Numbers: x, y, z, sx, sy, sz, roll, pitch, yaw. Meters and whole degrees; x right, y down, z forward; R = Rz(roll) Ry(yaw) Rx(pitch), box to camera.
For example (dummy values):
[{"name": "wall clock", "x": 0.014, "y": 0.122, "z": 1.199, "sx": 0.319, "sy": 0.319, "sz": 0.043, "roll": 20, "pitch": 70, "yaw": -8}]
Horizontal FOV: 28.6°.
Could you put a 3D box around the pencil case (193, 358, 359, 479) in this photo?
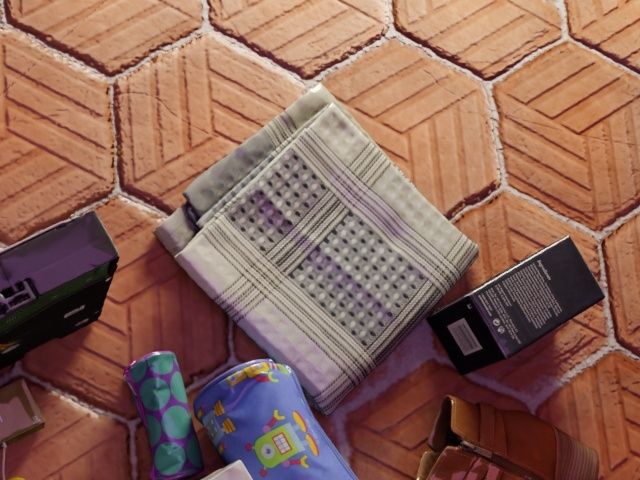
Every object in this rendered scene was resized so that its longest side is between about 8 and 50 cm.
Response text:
[{"name": "pencil case", "x": -0.020, "y": 0.274, "z": 1.420, "sx": 0.133, "sy": 0.119, "sz": 0.306, "roll": -35, "pitch": 70, "yaw": -2}]

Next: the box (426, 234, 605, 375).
[{"name": "box", "x": 0.239, "y": 0.083, "z": 1.553, "sx": 0.158, "sy": 0.156, "sz": 0.093, "roll": -29, "pitch": 86, "yaw": -19}]

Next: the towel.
[{"name": "towel", "x": 0.000, "y": 0.000, "z": 1.568, "sx": 0.324, "sy": 0.056, "sz": 0.312, "roll": 46, "pitch": 71, "yaw": 1}]

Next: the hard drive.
[{"name": "hard drive", "x": -0.338, "y": 0.081, "z": 1.314, "sx": 0.237, "sy": 0.339, "sz": 0.064, "roll": -28, "pitch": 85, "yaw": -18}]

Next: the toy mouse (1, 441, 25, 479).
[{"name": "toy mouse", "x": -0.373, "y": 0.327, "z": 1.388, "sx": 0.143, "sy": 0.031, "sz": 0.161, "roll": -29, "pitch": 104, "yaw": -4}]

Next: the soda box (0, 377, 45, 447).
[{"name": "soda box", "x": -0.404, "y": 0.222, "z": 1.408, "sx": 0.181, "sy": 0.061, "sz": 0.058, "roll": -26, "pitch": 83, "yaw": -19}]

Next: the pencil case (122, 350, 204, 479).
[{"name": "pencil case", "x": -0.185, "y": 0.209, "z": 1.465, "sx": 0.070, "sy": 0.064, "sz": 0.151, "roll": -11, "pitch": 78, "yaw": -32}]

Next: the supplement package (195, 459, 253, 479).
[{"name": "supplement package", "x": -0.126, "y": 0.336, "z": 1.352, "sx": 0.139, "sy": 0.244, "sz": 0.134, "roll": -32, "pitch": 85, "yaw": -18}]

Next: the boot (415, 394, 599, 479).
[{"name": "boot", "x": 0.217, "y": 0.333, "z": 1.495, "sx": 0.220, "sy": 0.109, "sz": 0.283, "roll": 23, "pitch": 66, "yaw": -17}]
